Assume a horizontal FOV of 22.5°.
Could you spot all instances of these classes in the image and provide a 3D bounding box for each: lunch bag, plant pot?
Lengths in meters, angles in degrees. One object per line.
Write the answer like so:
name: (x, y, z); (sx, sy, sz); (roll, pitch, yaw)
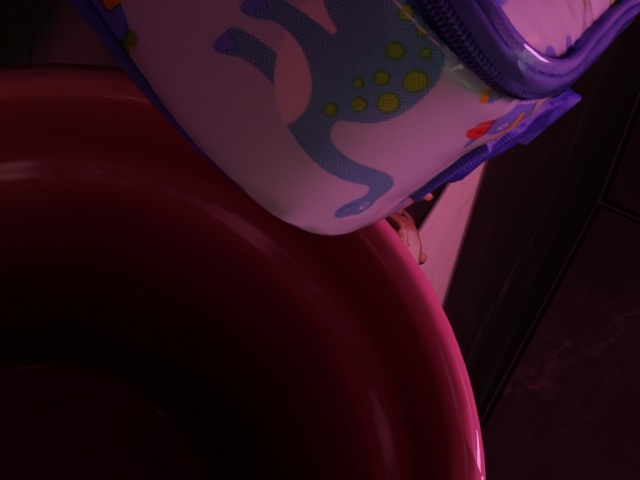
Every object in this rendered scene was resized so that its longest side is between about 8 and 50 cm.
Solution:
lunch bag: (0.005, -0.097, 0.417); (0.090, 0.176, 0.219); (-35, 180, 23)
plant pot: (-0.075, 0.076, 0.448); (0.201, 0.201, 0.180); (-61, -177, -21)

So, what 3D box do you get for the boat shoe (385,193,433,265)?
boat shoe: (0.000, 0.000, 0.818); (0.285, 0.104, 0.089); (102, 10, -82)
